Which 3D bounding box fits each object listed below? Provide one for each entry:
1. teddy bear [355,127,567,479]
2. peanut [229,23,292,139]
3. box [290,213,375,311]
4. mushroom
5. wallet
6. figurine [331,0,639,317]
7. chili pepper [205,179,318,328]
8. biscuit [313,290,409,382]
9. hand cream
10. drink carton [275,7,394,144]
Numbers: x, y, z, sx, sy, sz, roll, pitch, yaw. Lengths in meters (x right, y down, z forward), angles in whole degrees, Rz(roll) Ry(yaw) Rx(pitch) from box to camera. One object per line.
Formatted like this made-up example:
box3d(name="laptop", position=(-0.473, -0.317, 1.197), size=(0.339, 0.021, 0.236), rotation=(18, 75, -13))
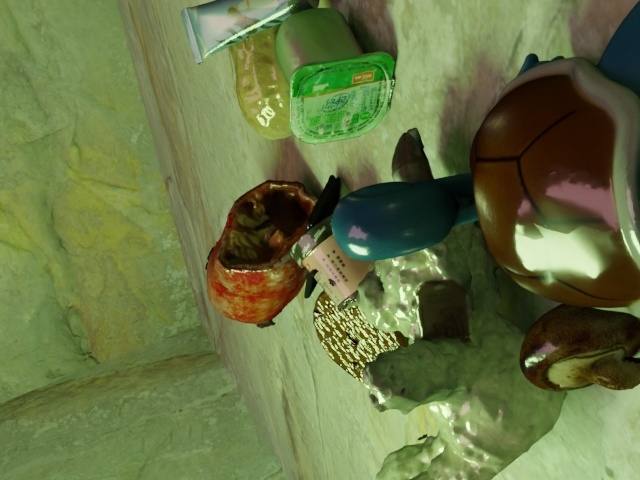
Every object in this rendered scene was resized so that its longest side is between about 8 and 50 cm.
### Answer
box3d(name="teddy bear", position=(0.096, 0.123, 0.896), size=(0.362, 0.375, 0.327), rotation=(48, -160, 3))
box3d(name="peanut", position=(-0.082, -0.319, 1.197), size=(0.149, 0.149, 0.313), rotation=(-154, 51, -65))
box3d(name="box", position=(0.047, 0.033, 1.189), size=(0.135, 0.151, 0.151), rotation=(58, 160, 11))
box3d(name="mushroom", position=(0.253, 0.108, 0.717), size=(0.127, 0.127, 0.087), rotation=(94, 167, -52))
box3d(name="wallet", position=(0.001, 0.000, 1.346), size=(0.025, 0.124, 0.244), rotation=(20, 146, 10))
box3d(name="figurine", position=(0.210, -0.052, 0.572), size=(0.416, 0.243, 0.298), rotation=(-2, 99, 50))
box3d(name="chili pepper", position=(-0.126, 0.015, 1.491), size=(0.229, 0.251, 0.305), rotation=(48, 159, 16))
box3d(name="biscuit", position=(0.074, 0.171, 1.323), size=(0.212, 0.036, 0.212), rotation=(24, 132, 30))
box3d(name="hand cream", position=(-0.099, -0.341, 1.104), size=(0.256, 0.055, 0.088), rotation=(-11, 103, 29))
box3d(name="drink carton", position=(0.008, -0.237, 1.029), size=(0.144, 0.146, 0.142), rotation=(94, 158, -51))
